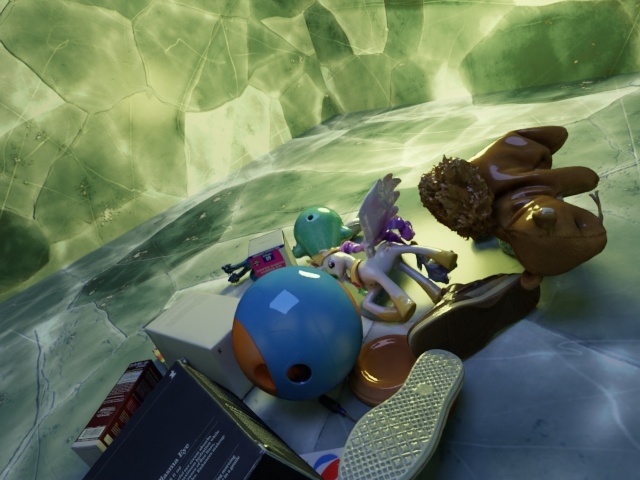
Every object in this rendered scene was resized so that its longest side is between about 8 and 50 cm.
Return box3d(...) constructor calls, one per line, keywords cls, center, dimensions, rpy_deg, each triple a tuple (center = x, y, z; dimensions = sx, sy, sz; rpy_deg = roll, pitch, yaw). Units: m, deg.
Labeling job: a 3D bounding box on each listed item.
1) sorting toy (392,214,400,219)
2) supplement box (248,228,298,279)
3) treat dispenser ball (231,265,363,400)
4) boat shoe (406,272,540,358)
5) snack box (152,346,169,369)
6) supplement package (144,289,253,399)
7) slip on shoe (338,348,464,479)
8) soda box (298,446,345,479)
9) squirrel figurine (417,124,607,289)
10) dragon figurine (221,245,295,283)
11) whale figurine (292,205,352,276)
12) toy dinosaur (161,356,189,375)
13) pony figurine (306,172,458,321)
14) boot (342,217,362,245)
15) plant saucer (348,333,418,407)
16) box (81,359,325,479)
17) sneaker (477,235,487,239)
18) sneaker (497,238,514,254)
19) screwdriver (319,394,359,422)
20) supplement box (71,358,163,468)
box3d(cls="sorting toy", center=(0.237, -0.068, 1.502), dimensions=(0.083, 0.045, 0.075), rpy_deg=(13, 61, 49))
box3d(cls="supplement box", center=(-0.124, 0.096, 1.242), dimensions=(0.111, 0.220, 0.114), rpy_deg=(-21, 27, 2))
box3d(cls="treat dispenser ball", center=(-0.050, 0.199, 0.907), dimensions=(0.288, 0.288, 0.288), rpy_deg=(-17, 26, 9))
box3d(cls="boat shoe", center=(0.322, 0.156, 0.917), dimensions=(0.342, 0.123, 0.123), rpy_deg=(-25, 18, -17))
box3d(cls="snack box", center=(-0.428, 0.318, 1.250), dimensions=(0.141, 0.037, 0.100), rpy_deg=(-36, 30, -28))
box3d(cls="supplement package", center=(-0.282, 0.264, 1.086), dimensions=(0.293, 0.175, 0.177), rpy_deg=(2, 33, 40))
box3d(cls="slip on shoe", center=(0.151, 0.317, 0.699), dimensions=(0.123, 0.101, 0.331), rpy_deg=(15, 32, 36))
box3d(cls="soda box", center=(-0.012, 0.418, 0.707), dimensions=(0.216, 0.069, 0.074), rpy_deg=(-16, 27, 12))
box3d(cls="squirrel figurine", center=(0.414, -0.064, 0.929), dimensions=(0.397, 0.281, 0.370), rpy_deg=(4, 37, 7))
box3d(cls="dragon figurine", center=(-0.219, 0.091, 1.476), dimensions=(0.289, 0.085, 0.144), rpy_deg=(-6, 30, 30))
box3d(cls="whale figurine", center=(0.000, 0.000, 1.362), dimensions=(0.216, 0.141, 0.272), rpy_deg=(-20, 51, 9))
box3d(cls="toy dinosaur", center=(-0.299, 0.413, 0.920), dimensions=(0.160, 0.121, 0.313), rpy_deg=(-30, 34, 25))
box3d(cls="pony figurine", center=(0.177, 0.039, 1.121), dimensions=(0.363, 0.303, 0.351), rpy_deg=(28, 61, 39))
box3d(cls="boot", center=(0.083, -0.008, 1.474), dimensions=(0.190, 0.069, 0.086), rpy_deg=(-28, 33, 5))
box3d(cls="plant saucer", center=(0.153, 0.273, 0.900), dimensions=(0.200, 0.037, 0.200), rpy_deg=(-17, 27, 9))
box3d(cls="box", center=(-0.214, 0.419, 0.630), dimensions=(0.312, 0.179, 0.343), rpy_deg=(15, 62, 50))
box3d(cls="sneaker", center=(0.527, -0.103, 1.278), dimensions=(0.097, 0.135, 0.276), rpy_deg=(13, 64, 31))
box3d(cls="sneaker", center=(0.550, 0.008, 1.100), dimensions=(0.076, 0.065, 0.166), rpy_deg=(-18, 29, -20))
box3d(cls="screwdriver", center=(0.060, 0.359, 0.834), dimensions=(0.170, 0.025, 0.024), rpy_deg=(19, 46, 41))
box3d(cls="supplement box", center=(-0.452, 0.417, 0.973), dimensions=(0.073, 0.130, 0.239), rpy_deg=(-14, 26, 16))
